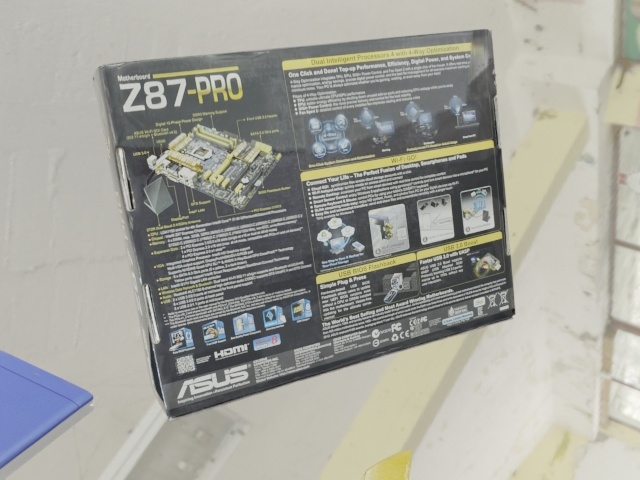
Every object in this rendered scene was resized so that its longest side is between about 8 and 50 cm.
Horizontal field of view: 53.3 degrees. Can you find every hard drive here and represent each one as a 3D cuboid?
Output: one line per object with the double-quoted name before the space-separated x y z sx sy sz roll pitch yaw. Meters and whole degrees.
"hard drive" -0.513 0.279 0.893 0.319 0.210 0.040 -39 -40 -55

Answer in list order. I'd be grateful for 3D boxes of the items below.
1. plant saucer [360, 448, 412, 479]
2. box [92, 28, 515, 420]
"plant saucer" 0.082 0.618 1.264 0.332 0.081 0.332 103 -175 -46
"box" 0.004 -0.032 0.643 0.395 0.097 0.318 -13 -77 -21
